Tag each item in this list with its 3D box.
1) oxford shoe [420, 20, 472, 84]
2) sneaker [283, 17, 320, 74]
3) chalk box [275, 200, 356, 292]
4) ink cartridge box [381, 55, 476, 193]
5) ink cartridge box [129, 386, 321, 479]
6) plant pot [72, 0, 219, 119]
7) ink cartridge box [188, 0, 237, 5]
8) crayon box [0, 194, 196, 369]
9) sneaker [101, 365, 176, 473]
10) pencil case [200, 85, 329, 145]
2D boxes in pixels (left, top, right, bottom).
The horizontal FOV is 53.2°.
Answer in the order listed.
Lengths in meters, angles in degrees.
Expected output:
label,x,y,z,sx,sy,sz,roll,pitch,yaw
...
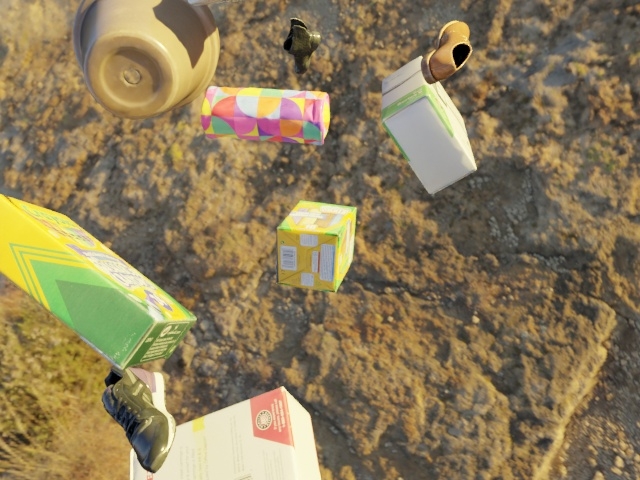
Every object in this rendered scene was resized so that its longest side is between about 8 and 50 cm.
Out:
label,x,y,z,sx,sy,sz,roll,pitch,yaw
oxford shoe,0.265,-0.373,1.249,0.076,0.076,0.212,-10,35,36
sneaker,-0.060,-0.488,1.621,0.170,0.089,0.051,-52,49,54
chalk box,0.000,0.000,1.353,0.132,0.213,0.132,8,115,13
ink cartridge box,0.242,-0.274,1.472,0.122,0.211,0.289,-30,25,22
ink cartridge box,-0.204,0.529,1.390,0.385,0.160,0.279,-22,48,10
plant pot,-0.315,-0.321,1.115,0.263,0.263,0.229,-34,28,15
ink cartridge box,-0.053,-0.252,0.575,0.123,0.088,0.052,-2,109,35
crayon box,-0.343,0.044,0.895,0.323,0.203,0.083,36,87,6
sneaker,-0.373,0.346,1.257,0.107,0.124,0.283,-59,29,7
pencil case,-0.100,-0.228,1.165,0.237,0.104,0.104,5,68,8
